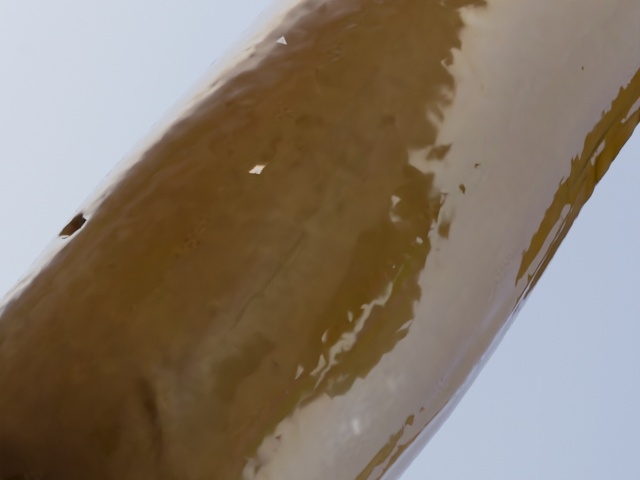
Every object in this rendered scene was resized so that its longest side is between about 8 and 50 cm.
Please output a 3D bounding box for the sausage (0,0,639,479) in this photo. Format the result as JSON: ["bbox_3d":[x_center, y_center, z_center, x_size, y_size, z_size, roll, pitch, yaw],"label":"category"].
[{"bbox_3d":[0.000,-0.003,0.452,0.134,0.354,0.116,27,-32,18],"label":"sausage"}]
